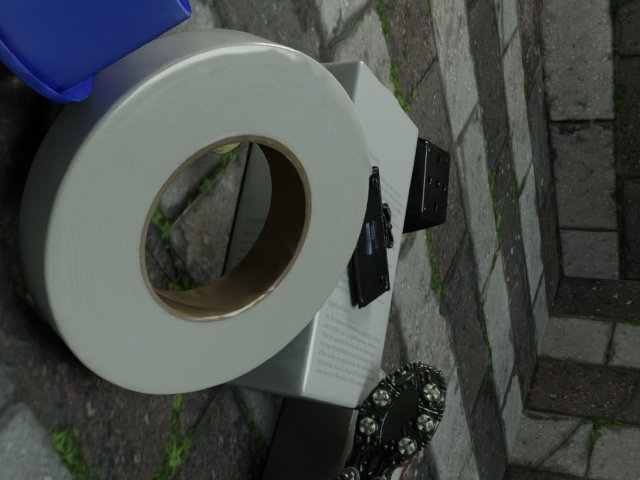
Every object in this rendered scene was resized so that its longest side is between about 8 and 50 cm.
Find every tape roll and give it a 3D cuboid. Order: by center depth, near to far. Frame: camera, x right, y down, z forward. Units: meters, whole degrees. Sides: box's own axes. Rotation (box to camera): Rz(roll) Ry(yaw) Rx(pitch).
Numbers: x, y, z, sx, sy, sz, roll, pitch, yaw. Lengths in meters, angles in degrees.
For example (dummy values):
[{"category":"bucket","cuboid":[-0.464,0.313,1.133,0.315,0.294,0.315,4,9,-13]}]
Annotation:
[{"category":"tape roll","cuboid":[-0.110,-0.022,0.794,0.392,0.072,0.392,-21,126,-32]}]

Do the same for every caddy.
[{"category":"caddy","cuboid":[-0.234,-0.271,0.561,0.241,0.179,0.341,-104,170,-58]}]

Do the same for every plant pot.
[{"category":"plant pot","cuboid":[0.126,-0.102,1.316,0.187,0.167,0.188,11,82,-63]}]

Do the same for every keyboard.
[{"category":"keyboard","cuboid":[0.067,-0.008,1.022,0.108,0.023,0.180,-28,118,-50]}]

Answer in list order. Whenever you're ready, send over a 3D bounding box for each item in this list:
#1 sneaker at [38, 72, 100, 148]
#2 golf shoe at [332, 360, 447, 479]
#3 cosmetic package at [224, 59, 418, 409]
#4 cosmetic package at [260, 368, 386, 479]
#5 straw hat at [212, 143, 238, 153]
[{"category":"sneaker","cuboid":[-0.209,-0.135,0.798,0.098,0.083,0.224,-63,160,17]},{"category":"golf shoe","cuboid":[0.087,0.294,1.072,0.273,0.105,0.120,-59,168,-7]},{"category":"cosmetic package","cuboid":[0.000,0.000,1.089,0.230,0.161,0.453,34,64,-58]},{"category":"cosmetic package","cuboid":[0.007,0.295,1.178,0.107,0.127,0.238,55,45,-50]},{"category":"straw hat","cuboid":[-0.104,-0.182,0.979,0.144,0.061,0.144,-15,107,-62]}]
